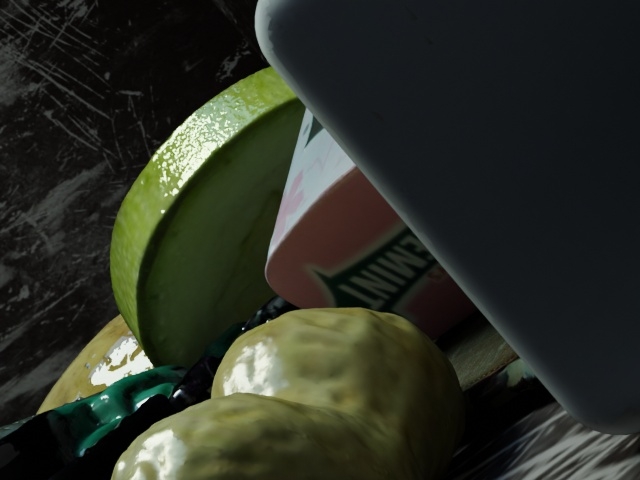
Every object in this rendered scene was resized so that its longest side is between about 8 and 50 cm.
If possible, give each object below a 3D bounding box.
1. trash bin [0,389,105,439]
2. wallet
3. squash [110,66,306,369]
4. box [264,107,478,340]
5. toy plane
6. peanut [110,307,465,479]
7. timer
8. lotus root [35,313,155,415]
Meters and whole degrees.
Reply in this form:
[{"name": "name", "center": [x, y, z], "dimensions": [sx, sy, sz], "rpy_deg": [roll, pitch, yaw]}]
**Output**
[{"name": "trash bin", "center": [-0.156, 0.174, 1.019], "dimensions": [0.161, 0.175, 0.175], "rpy_deg": [-27, -7, -38]}, {"name": "wallet", "center": [0.074, 0.060, 0.833], "dimensions": [0.122, 0.031, 0.232], "rpy_deg": [-47, 4, -36]}, {"name": "squash", "center": [0.000, 0.000, 1.052], "dimensions": [0.252, 0.252, 0.049], "rpy_deg": [-41, 44, 3]}, {"name": "box", "center": [0.083, -0.140, 0.910], "dimensions": [0.190, 0.112, 0.369], "rpy_deg": [-40, 29, 45]}, {"name": "toy plane", "center": [-0.078, 0.109, 0.911], "dimensions": [0.155, 0.106, 0.382], "rpy_deg": [-46, -15, 24]}, {"name": "peanut", "center": [-0.005, 0.087, 0.674], "dimensions": [0.229, 0.103, 0.098], "rpy_deg": [-40, -44, -69]}, {"name": "timer", "center": [0.129, -0.084, 0.592], "dimensions": [0.192, 0.194, 0.195], "rpy_deg": [-39, 3, 33]}, {"name": "lotus root", "center": [-0.128, 0.139, 1.311], "dimensions": [0.257, 0.140, 0.154], "rpy_deg": [-49, -26, -5]}]
